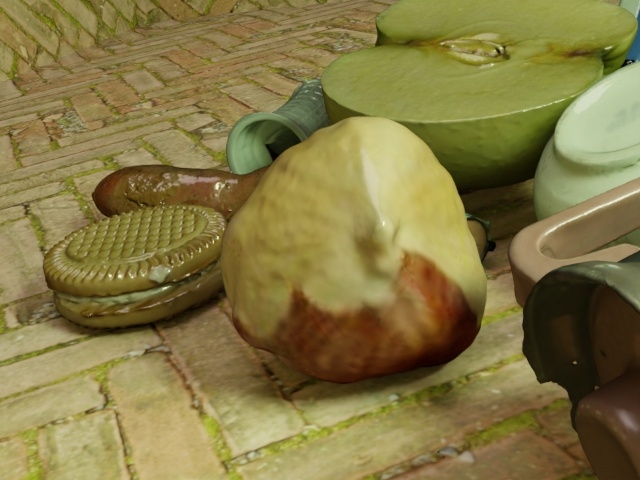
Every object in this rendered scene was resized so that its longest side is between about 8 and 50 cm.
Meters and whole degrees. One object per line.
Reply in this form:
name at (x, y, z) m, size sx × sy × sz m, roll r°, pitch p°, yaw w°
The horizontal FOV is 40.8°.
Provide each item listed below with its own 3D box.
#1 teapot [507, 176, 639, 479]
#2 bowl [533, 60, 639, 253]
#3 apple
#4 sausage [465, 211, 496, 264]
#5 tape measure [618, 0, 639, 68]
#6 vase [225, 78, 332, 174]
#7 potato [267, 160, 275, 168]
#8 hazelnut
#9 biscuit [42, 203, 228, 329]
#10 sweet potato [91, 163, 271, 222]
teapot at (0.320, 0.043, 0.581) m, size 0.362 × 0.305 × 0.376 m, roll -23°, pitch 31°, yaw -12°
bowl at (0.350, -0.076, 0.881) m, size 0.307 × 0.163 × 0.307 m, roll -29°, pitch 28°, yaw 17°
apple at (0.205, -0.217, 1.120) m, size 0.360 × 0.320 × 0.312 m, roll 13°, pitch -2°, yaw 28°
sausage at (0.094, -0.045, 1.139) m, size 0.082 × 0.082 × 0.371 m, roll -19°, pitch 25°, yaw -19°
tape measure at (0.517, -0.256, 1.368) m, size 0.098 × 0.215 × 0.351 m, roll 14°, pitch 77°, yaw 44°
vase at (-0.041, -0.183, 1.434) m, size 0.143 × 0.143 × 0.299 m, roll -3°, pitch 21°, yaw 17°
potato at (0.000, 0.000, 1.018) m, size 0.202 × 0.182 × 0.117 m, roll 0°, pitch 61°, yaw 56°
hazelnut at (0.038, 0.012, 0.815) m, size 0.261 × 0.261 × 0.241 m, roll -8°, pitch -8°, yaw 5°
biscuit at (-0.230, 0.028, 1.103) m, size 0.259 × 0.079 × 0.259 m, roll -8°, pitch 23°, yaw 3°
sweet potato at (-0.160, -0.065, 1.247) m, size 0.385 × 0.109 × 0.109 m, roll -3°, pitch 25°, yaw 15°
